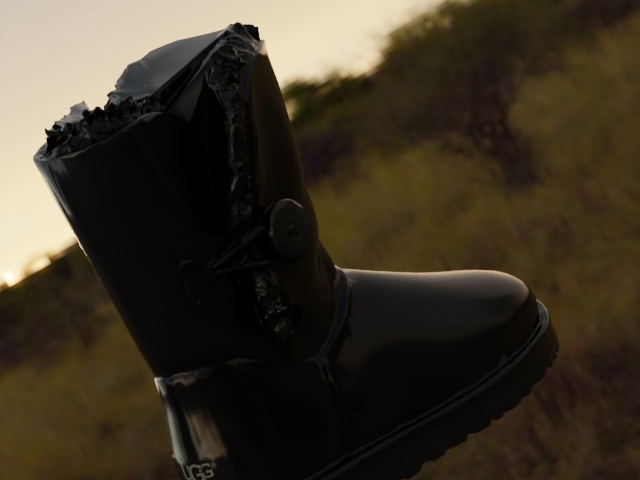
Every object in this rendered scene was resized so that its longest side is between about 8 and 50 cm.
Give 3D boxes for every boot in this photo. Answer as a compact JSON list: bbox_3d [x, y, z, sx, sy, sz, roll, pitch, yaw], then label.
[{"bbox_3d":[0.000,0.000,0.775,0.094,0.207,0.246,-9,15,43],"label":"boot"}]
